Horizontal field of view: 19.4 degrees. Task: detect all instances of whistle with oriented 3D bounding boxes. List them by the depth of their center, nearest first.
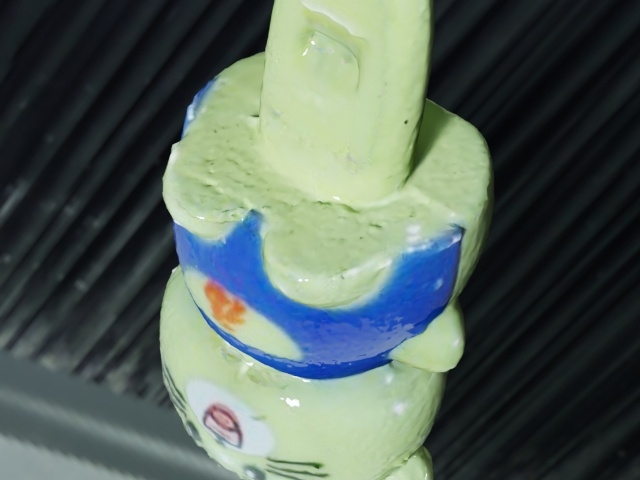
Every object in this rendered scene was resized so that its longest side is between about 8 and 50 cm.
[{"bbox_3d":[0.000,0.000,0.536,0.105,0.227,0.085,33,53,20],"label":"whistle"}]
